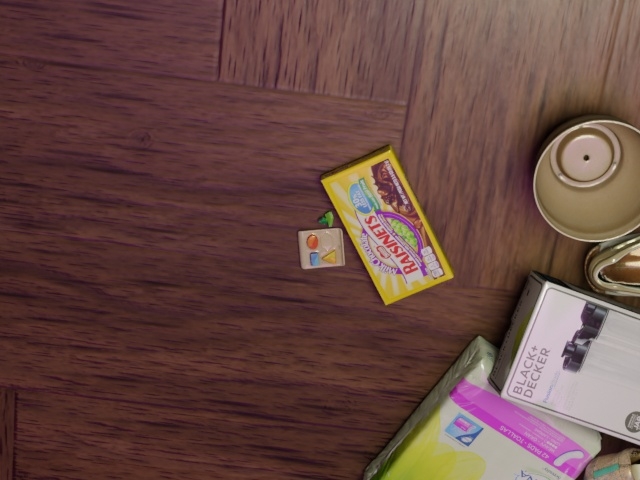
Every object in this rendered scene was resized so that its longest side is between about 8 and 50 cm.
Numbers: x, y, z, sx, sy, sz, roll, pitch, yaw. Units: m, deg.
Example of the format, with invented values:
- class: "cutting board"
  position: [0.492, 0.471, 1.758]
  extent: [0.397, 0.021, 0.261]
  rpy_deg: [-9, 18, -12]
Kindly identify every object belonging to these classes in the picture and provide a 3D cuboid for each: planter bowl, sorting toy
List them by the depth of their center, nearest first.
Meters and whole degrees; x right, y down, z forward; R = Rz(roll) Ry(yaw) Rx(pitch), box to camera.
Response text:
- class: "planter bowl"
  position: [0.346, -0.093, 1.621]
  extent: [0.162, 0.109, 0.162]
  rpy_deg: [0, 114, 1]
- class: "sorting toy"
  position: [0.000, 0.000, 1.726]
  extent: [0.062, 0.012, 0.083]
  rpy_deg: [-3, 114, 4]

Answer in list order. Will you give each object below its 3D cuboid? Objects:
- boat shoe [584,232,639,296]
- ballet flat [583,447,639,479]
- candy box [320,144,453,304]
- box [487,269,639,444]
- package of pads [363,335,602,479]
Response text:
- class: "boat shoe"
  position: [0.497, 0.030, 1.645]
  extent: [0.302, 0.103, 0.113]
  rpy_deg: [-10, 97, 15]
- class: "ballet flat"
  position: [0.515, 0.337, 1.753]
  extent: [0.316, 0.107, 0.106]
  rpy_deg: [6, 146, -28]
- class: "candy box"
  position: [0.091, -0.018, 1.708]
  extent: [0.105, 0.027, 0.205]
  rpy_deg: [-23, 111, 15]
- class: "box"
  position: [0.387, 0.168, 1.667]
  extent: [0.290, 0.087, 0.169]
  rpy_deg: [21, 97, -6]
- class: "package of pads"
  position: [0.231, 0.314, 1.808]
  extent: [0.229, 0.101, 0.296]
  rpy_deg: [34, 111, -11]
